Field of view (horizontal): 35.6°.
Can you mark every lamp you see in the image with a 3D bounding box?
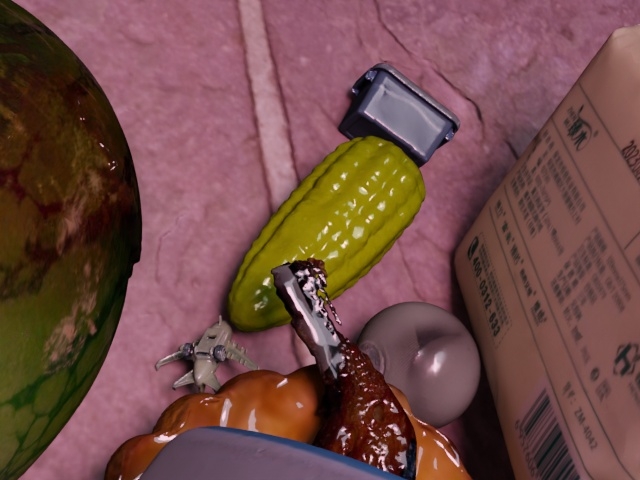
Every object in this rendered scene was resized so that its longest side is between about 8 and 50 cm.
[{"bbox_3d":[0.076,0.101,0.798,0.105,0.105,0.105,11,63,-23],"label":"lamp"}]

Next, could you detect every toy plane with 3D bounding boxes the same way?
[{"bbox_3d":[-0.083,0.084,0.756,0.080,0.033,0.083,1,35,13],"label":"toy plane"}]

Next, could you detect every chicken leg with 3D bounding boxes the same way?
[{"bbox_3d":[0.012,0.130,0.665,0.105,0.051,0.253,6,64,-22],"label":"chicken leg"}]

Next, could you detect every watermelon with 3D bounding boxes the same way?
[{"bbox_3d":[-0.274,0.012,0.519,0.363,0.363,0.363,11,63,-23],"label":"watermelon"}]

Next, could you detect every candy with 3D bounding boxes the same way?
[{"bbox_3d":[0.000,0.000,0.814,0.097,0.097,0.209,47,61,-2],"label":"candy"}]

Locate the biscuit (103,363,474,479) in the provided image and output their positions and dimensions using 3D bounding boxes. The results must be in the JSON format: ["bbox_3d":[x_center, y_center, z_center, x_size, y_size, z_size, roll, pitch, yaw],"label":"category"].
[{"bbox_3d":[-0.019,0.247,0.683,0.325,0.107,0.326,9,67,-22],"label":"biscuit"}]

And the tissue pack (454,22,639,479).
[{"bbox_3d":[0.269,0.052,0.730,0.207,0.297,0.380,21,33,-18],"label":"tissue pack"}]

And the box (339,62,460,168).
[{"bbox_3d":[0.068,-0.106,0.911,0.099,0.074,0.054,36,70,-9],"label":"box"}]

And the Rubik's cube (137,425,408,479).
[{"bbox_3d":[0.032,0.310,0.415,0.352,0.351,0.347,38,73,-24],"label":"Rubik's cube"}]
